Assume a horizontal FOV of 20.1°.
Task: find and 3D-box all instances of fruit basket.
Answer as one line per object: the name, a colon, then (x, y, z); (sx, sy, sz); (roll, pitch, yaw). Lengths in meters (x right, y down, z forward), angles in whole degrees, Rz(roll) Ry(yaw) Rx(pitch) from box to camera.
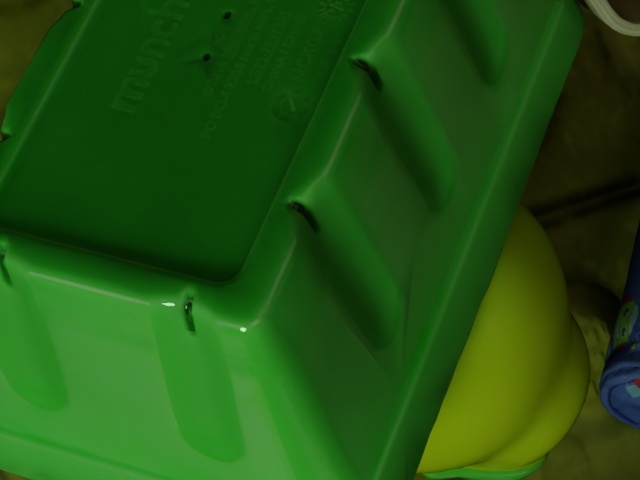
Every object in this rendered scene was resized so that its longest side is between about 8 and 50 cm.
fruit basket: (0.000, 0.000, 0.978); (0.392, 0.283, 0.392); (14, 90, -70)

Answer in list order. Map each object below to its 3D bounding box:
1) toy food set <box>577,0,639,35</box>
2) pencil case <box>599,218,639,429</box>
toy food set: (0.092, -0.263, 1.004); (0.092, 0.220, 0.306); (-41, 132, 2)
pencil case: (0.279, -0.012, 1.202); (0.133, 0.119, 0.306); (23, 67, -10)
